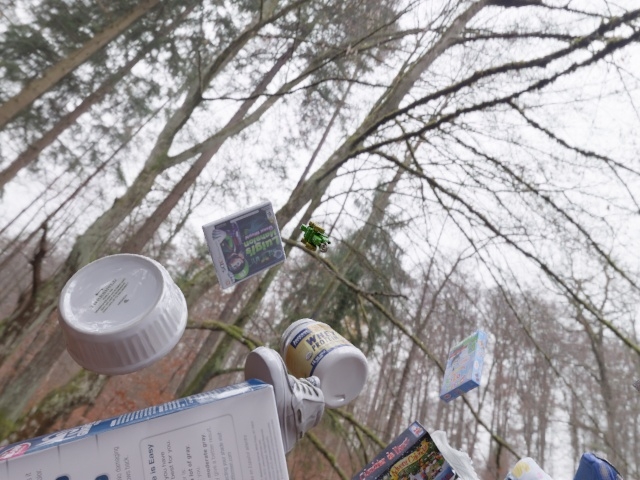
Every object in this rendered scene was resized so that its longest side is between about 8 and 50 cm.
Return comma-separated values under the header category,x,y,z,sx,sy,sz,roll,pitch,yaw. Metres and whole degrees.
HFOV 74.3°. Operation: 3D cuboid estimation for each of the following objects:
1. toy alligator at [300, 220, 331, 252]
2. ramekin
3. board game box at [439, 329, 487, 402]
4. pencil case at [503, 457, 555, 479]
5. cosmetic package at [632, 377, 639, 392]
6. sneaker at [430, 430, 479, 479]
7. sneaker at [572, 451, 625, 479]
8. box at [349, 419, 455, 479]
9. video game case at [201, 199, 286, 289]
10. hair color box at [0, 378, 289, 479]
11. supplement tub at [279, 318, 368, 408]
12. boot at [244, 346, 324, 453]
category,x,y,z,sx,sy,sz,roll,pitch,yaw
toy alligator,0.000,0.000,0.955,0.051,0.056,0.189,21,9,-24
ramekin,-0.445,0.150,0.946,0.272,0.273,0.127,15,-42,7
board game box,0.473,0.412,1.393,0.039,0.211,0.160,34,-47,-1
pencil case,0.567,0.643,0.985,0.273,0.113,0.124,35,-2,43
cosmetic package,0.614,0.250,0.691,0.107,0.127,0.238,-39,-37,7
sneaker,0.424,0.701,1.256,0.292,0.118,0.110,45,-31,18
sneaker,0.449,0.545,0.764,0.147,0.330,0.130,20,-6,6
box,0.166,0.527,0.915,0.159,0.233,0.044,58,-13,-22
video game case,-0.187,0.009,1.070,0.022,0.190,0.173,19,-52,51
hair color box,-0.216,0.291,0.485,0.347,0.174,0.105,-8,-9,-23
supplement tub,0.002,0.438,1.556,0.228,0.228,0.316,46,-12,-32
boot,-0.058,0.272,0.767,0.095,0.123,0.258,31,-47,39
